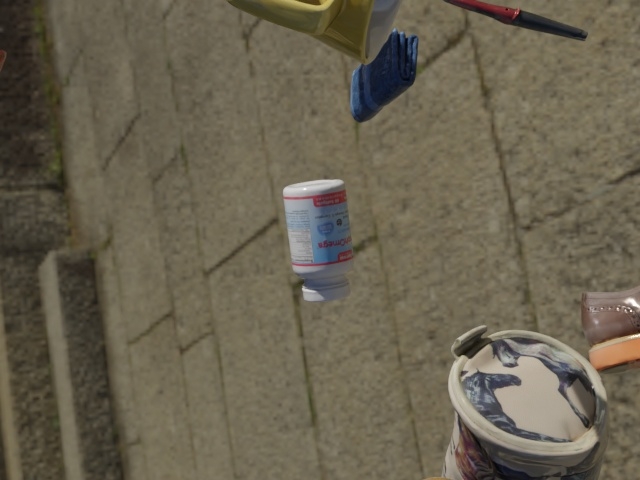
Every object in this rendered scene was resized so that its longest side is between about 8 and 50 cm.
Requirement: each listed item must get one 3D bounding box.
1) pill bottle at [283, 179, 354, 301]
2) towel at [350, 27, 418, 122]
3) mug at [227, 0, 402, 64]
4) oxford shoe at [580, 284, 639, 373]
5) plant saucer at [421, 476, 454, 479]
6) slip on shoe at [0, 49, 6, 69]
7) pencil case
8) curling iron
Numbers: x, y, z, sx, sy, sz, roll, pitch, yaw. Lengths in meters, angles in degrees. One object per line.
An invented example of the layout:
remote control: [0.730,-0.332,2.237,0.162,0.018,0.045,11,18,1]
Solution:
pill bottle: [0.000,0.000,1.503,0.087,0.087,0.160,11,111,64]
towel: [0.064,-0.174,1.169,0.119,0.029,0.067,149,128,-61]
mug: [-0.003,-0.104,0.392,0.078,0.064,0.062,-15,-53,-80]
oxford shoe: [0.532,0.074,1.487,0.130,0.363,0.133,30,-135,-65]
plant saucer: [0.097,0.240,0.910,0.015,0.083,0.083,-158,66,-73]
slip on shoe: [-0.476,-0.235,1.474,0.123,0.101,0.331,-158,67,-68]
pencil case: [0.195,0.272,1.175,0.183,0.160,0.410,27,138,25]
curling iron: [0.332,-0.401,1.884,0.035,0.274,0.068,10,-77,-84]
